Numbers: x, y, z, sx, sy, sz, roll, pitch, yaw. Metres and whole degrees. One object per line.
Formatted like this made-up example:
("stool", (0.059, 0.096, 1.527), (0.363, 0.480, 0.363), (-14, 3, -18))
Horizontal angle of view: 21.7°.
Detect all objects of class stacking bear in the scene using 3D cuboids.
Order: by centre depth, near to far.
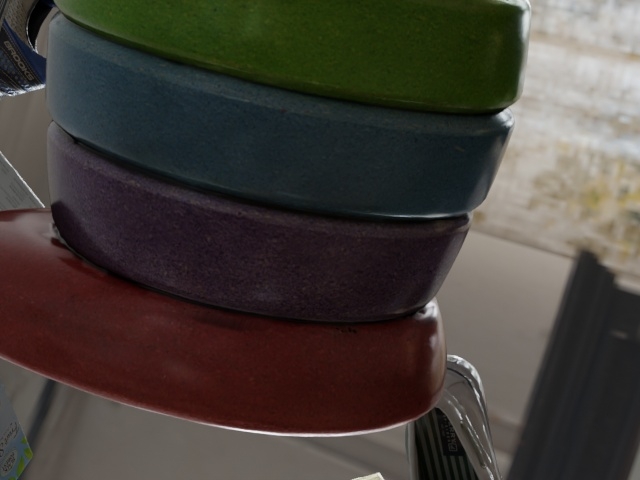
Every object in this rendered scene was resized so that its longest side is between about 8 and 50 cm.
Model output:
("stacking bear", (-0.007, -0.101, 0.529), (0.175, 0.164, 0.289), (-3, -70, -45))

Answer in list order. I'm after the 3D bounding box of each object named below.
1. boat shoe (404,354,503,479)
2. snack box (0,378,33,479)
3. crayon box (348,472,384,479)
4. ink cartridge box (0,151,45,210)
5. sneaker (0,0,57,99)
("boat shoe", (0.098, 0.198, 1.215), (0.076, 0.083, 0.226), (-53, -52, -61))
("snack box", (-0.353, 0.117, 1.384), (0.070, 0.174, 0.207), (-58, -34, -43))
("crayon box", (0.008, 0.304, 1.454), (0.081, 0.165, 0.278), (-34, -15, 20))
("ink cartridge box", (-0.360, -0.002, 1.633), (0.179, 0.045, 0.145), (-49, -26, -12))
("sneaker", (-0.152, -0.134, 0.823), (0.052, 0.058, 0.135), (49, -142, -84))
